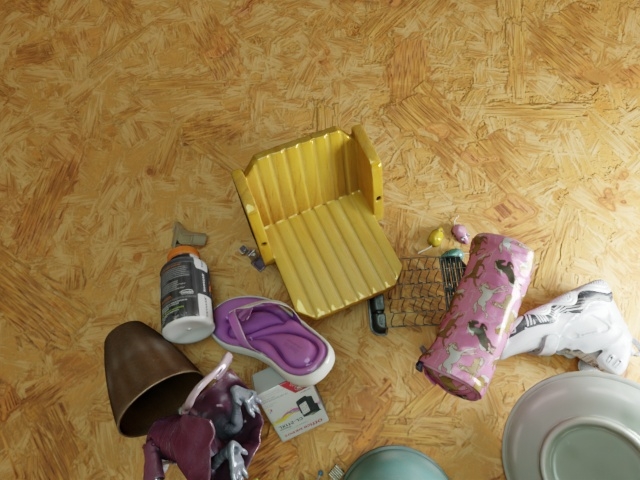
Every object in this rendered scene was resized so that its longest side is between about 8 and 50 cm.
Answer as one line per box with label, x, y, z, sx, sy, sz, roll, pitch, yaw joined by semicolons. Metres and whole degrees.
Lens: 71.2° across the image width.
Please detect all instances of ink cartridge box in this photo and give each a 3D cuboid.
ink cartridge box;-0.069;0.374;1.058;0.127;0.175;0.072;-24;29;-5

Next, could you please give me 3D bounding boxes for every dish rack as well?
dish rack;0.261;0.137;1.181;0.271;0.074;0.209;-3;72;0

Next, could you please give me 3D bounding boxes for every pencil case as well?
pencil case;0.366;0.168;1.046;0.167;0.160;0.386;24;72;23

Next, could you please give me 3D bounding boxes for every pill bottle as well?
pill bottle;-0.351;0.132;1.167;0.130;0.130;0.246;-16;53;-2

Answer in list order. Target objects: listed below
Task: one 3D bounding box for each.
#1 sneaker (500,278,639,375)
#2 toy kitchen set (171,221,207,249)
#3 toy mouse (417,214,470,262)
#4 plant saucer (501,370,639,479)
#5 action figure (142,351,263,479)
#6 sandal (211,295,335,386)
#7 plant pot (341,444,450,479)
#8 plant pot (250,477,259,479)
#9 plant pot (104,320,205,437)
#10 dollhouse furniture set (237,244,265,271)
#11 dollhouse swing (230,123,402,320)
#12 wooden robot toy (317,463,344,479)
sneaker;0.591;0.254;1.084;0.365;0.137;0.210;-24;69;-8
toy kitchen set;-0.383;-0.005;1.289;0.083;0.075;0.068;40;118;47
toy mouse;0.374;0.007;1.238;0.143;0.031;0.161;33;76;13
plant saucer;0.581;0.481;0.933;0.400;0.100;0.401;-10;72;32
action figure;-0.304;0.439;0.980;0.370;0.248;0.276;-20;102;36
sandal;-0.133;0.203;1.074;0.416;0.102;0.169;14;49;40
plant pot;0.174;0.607;0.956;0.292;0.196;0.293;-1;71;3
plant pot;-0.187;0.660;0.946;0.227;0.207;0.228;-28;76;-7
plant pot;-0.435;0.315;1.101;0.215;0.215;0.230;-40;60;-10
dollhouse furniture set;-0.164;0.010;1.240;0.091;0.081;0.114;43;78;15
dollhouse swing;0.015;-0.039;1.088;0.346;0.315;0.305;-21;50;-9
wooden robot toy;-0.015;0.594;1.032;0.173;0.079;0.076;-31;72;-7
